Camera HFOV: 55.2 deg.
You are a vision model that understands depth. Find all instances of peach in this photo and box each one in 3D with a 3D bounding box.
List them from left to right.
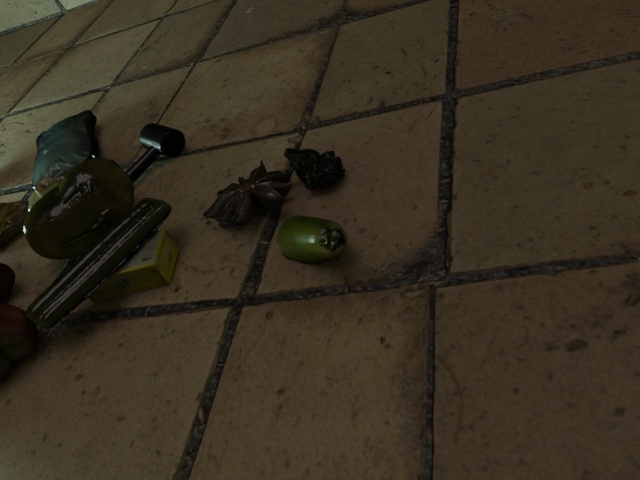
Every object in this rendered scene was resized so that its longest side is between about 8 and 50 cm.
[{"bbox_3d":[-0.593,0.174,1.097,0.152,0.152,0.152,-15,40,13],"label":"peach"}]

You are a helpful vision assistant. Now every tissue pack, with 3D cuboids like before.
[{"bbox_3d":[-0.364,0.049,1.159,0.175,0.062,0.095,-13,43,15],"label":"tissue pack"}]

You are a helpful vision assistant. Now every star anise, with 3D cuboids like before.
[{"bbox_3d":[-0.125,-0.086,1.176,0.182,0.065,0.195,-43,31,-23],"label":"star anise"}]

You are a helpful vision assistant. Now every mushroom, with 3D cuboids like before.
[{"bbox_3d":[-0.602,-0.090,1.406,0.147,0.112,0.148,-9,47,10],"label":"mushroom"}]

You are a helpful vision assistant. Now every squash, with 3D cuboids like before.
[{"bbox_3d":[0.000,0.003,1.002,0.090,0.075,0.200,-20,13,-21],"label":"squash"}]

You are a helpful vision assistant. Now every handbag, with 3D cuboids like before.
[{"bbox_3d":[-0.700,-0.250,1.676,0.191,0.075,0.332,-30,42,1],"label":"handbag"}]

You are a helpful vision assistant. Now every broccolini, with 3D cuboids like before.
[{"bbox_3d":[-0.032,-0.155,1.201,0.091,0.068,0.202,-54,42,-3],"label":"broccolini"}]

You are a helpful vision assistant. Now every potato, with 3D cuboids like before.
[{"bbox_3d":[-0.504,-0.064,1.287,0.248,0.143,0.169,-43,58,-17],"label":"potato"}]

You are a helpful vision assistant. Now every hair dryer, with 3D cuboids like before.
[{"bbox_3d":[-0.438,-0.177,1.465,0.114,0.071,0.248,22,68,42],"label":"hair dryer"}]

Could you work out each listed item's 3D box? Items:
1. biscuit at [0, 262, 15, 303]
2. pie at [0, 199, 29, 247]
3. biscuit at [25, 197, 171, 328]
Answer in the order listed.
[{"bbox_3d":[-0.870,0.139,1.260,0.394,0.166,0.343,2,45,33],"label":"biscuit"},{"bbox_3d":[-0.802,-0.033,1.507,0.195,0.046,0.195,-16,38,13],"label":"pie"},{"bbox_3d":[-0.401,0.030,1.124,0.099,0.038,0.322,17,57,43],"label":"biscuit"}]
